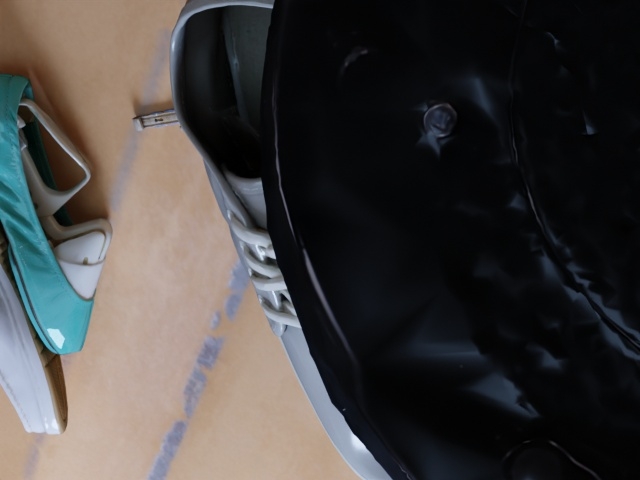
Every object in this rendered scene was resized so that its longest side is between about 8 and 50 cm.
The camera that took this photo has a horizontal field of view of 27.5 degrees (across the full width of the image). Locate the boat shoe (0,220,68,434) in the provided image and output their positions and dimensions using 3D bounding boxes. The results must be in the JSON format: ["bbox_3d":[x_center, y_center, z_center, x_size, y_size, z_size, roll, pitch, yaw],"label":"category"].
[{"bbox_3d":[-0.293,0.044,1.091,0.096,0.098,0.277,-21,100,-5],"label":"boat shoe"}]

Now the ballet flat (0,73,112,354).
[{"bbox_3d":[-0.216,-0.020,1.040,0.087,0.083,0.247,-16,110,10],"label":"ballet flat"}]

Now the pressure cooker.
[{"bbox_3d":[0.199,-0.034,0.555,0.370,0.420,0.375,14,90,14],"label":"pressure cooker"}]

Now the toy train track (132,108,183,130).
[{"bbox_3d":[-0.109,-0.091,0.973,0.083,0.014,0.048,-5,114,34],"label":"toy train track"}]

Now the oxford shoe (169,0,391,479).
[{"bbox_3d":[0.000,0.000,0.889,0.169,0.130,0.449,1,118,29],"label":"oxford shoe"}]
